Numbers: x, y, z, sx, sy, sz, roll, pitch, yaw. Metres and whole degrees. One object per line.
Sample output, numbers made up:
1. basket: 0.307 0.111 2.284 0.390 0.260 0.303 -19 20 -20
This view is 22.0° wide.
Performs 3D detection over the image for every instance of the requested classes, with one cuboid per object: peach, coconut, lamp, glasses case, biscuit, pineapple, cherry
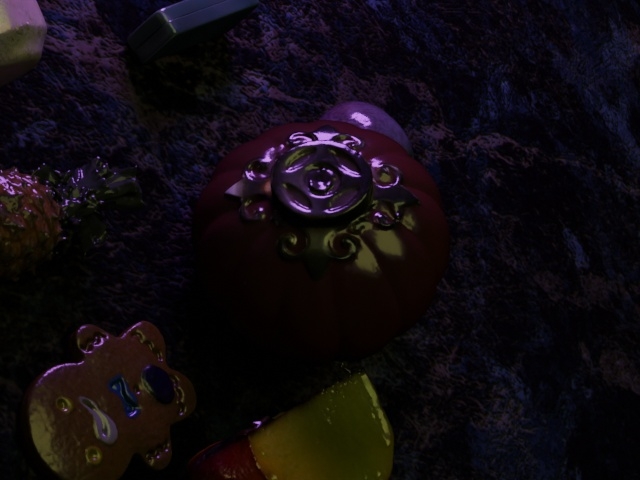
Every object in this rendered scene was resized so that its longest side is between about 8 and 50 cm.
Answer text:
1. peach: -0.037 0.265 1.814 0.267 0.159 0.154 -25 78 -50
2. coconut: -0.386 -0.249 1.767 0.171 0.171 0.183 -22 86 -49
3. lamp: 0.000 0.000 1.924 0.303 0.257 0.303 1 58 -1
4. glasses case: -0.158 -0.276 2.071 0.184 0.078 0.039 -30 87 -50
5. biscuit: -0.228 0.179 1.770 0.236 0.039 0.180 -36 96 -47
6. pineapple: -0.295 -0.030 1.763 0.248 0.128 0.128 -17 80 -53
7. cherry: 0.048 -0.102 2.125 0.176 0.140 0.176 156 -90 -87
